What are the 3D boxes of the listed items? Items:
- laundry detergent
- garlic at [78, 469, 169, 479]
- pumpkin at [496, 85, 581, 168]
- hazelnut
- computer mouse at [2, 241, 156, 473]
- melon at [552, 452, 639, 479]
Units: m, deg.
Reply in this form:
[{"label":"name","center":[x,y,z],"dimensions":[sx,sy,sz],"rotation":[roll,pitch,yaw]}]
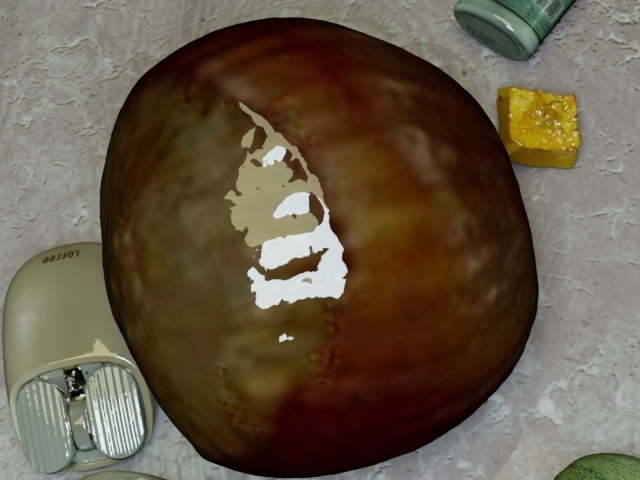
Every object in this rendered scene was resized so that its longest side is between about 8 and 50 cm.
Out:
[{"label":"laundry detergent","center":[0.242,-0.296,1.549],"dimensions":[0.099,0.070,0.225],"rotation":[31,75,26]},{"label":"garlic","center":[-0.112,0.343,1.264],"dimensions":[0.313,0.286,0.249],"rotation":[20,26,11]},{"label":"pumpkin","center":[0.216,-0.111,1.481],"dimensions":[0.083,0.054,0.074],"rotation":[7,69,-12]},{"label":"hazelnut","center":[0.000,0.000,1.318],"dimensions":[0.421,0.353,0.421],"rotation":[15,52,-20]},{"label":"computer mouse","center":[-0.236,0.109,1.436],"dimensions":[0.145,0.082,0.236],"rotation":[-10,64,3]},{"label":"melon","center":[0.272,0.265,1.257],"dimensions":[0.139,0.139,0.192],"rotation":[-39,62,-9]}]
